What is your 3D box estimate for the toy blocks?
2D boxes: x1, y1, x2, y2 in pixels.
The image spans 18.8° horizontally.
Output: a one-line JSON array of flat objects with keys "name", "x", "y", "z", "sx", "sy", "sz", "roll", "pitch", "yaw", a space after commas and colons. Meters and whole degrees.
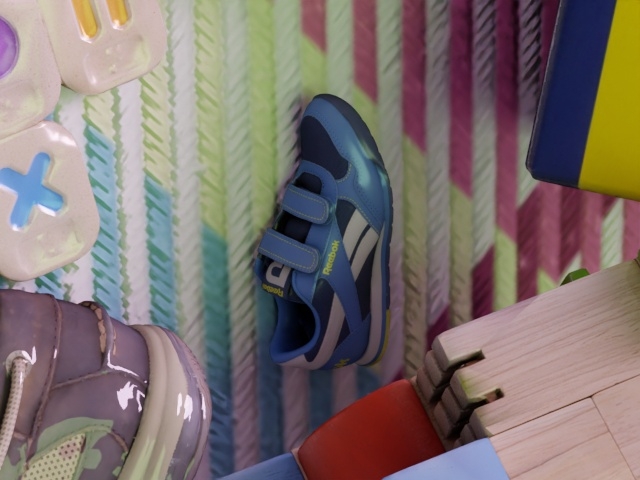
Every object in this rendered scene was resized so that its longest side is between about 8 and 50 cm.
[{"name": "toy blocks", "x": 0.057, "y": 0.135, "z": 0.896, "sx": 0.261, "sy": 0.381, "sz": 0.191, "roll": -20, "pitch": 69, "yaw": -18}]

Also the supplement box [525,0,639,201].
[{"name": "supplement box", "x": 0.297, "y": -0.093, "z": 0.914, "sx": 0.356, "sy": 0.194, "sz": 0.195, "roll": 13, "pitch": 99, "yaw": 11}]

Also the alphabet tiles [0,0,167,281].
[{"name": "alphabet tiles", "x": -0.204, "y": -0.089, "z": 0.824, "sx": 0.284, "sy": 0.021, "sz": 0.278, "roll": -26, "pitch": 116, "yaw": -23}]

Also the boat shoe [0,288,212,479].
[{"name": "boat shoe", "x": -0.184, "y": 0.180, "z": 0.866, "sx": 0.130, "sy": 0.132, "sz": 0.355, "roll": 31, "pitch": 78, "yaw": -24}]

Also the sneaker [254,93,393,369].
[{"name": "sneaker", "x": 0.000, "y": 0.000, "z": 0.957, "sx": 0.059, "sy": 0.053, "sz": 0.144, "roll": -11, "pitch": 108, "yaw": -26}]
